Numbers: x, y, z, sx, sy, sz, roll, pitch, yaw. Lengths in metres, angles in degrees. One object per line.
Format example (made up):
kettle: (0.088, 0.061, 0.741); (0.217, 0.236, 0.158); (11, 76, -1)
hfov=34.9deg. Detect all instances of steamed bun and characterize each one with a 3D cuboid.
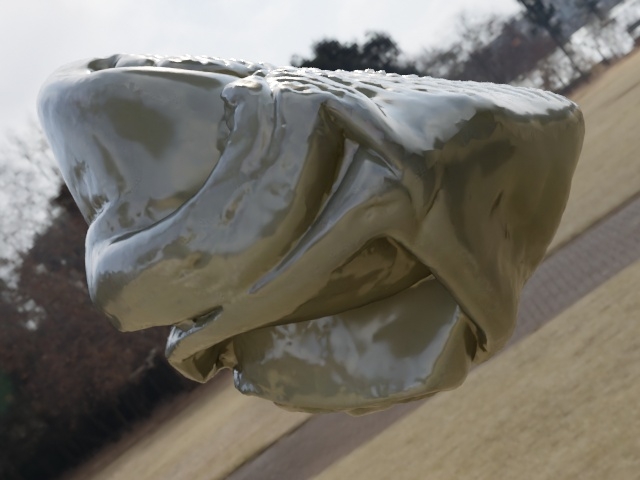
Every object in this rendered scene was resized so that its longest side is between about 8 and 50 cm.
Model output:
steamed bun: (0.000, 0.000, 0.737); (0.368, 0.255, 0.342); (-6, 14, -37)
